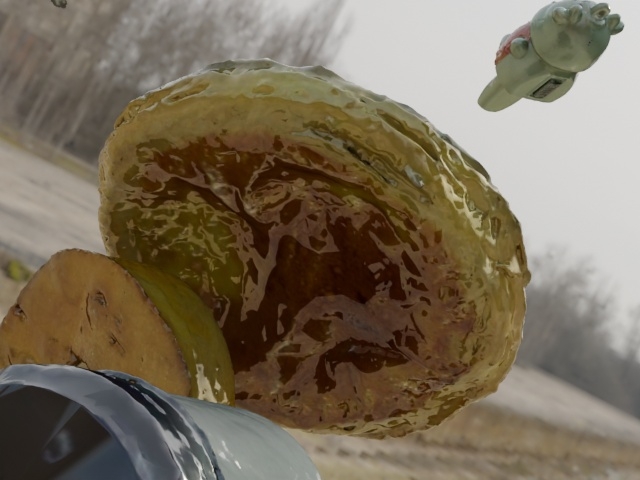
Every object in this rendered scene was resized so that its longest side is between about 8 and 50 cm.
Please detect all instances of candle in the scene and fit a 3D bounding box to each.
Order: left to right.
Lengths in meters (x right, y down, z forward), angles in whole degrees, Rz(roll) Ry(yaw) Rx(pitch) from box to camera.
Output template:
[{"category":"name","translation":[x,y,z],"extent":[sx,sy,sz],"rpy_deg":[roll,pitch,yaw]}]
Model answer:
[{"category":"candle","translation":[-0.116,0.203,0.896],"extent":[0.221,0.221,0.342],"rpy_deg":[27,-1,26]}]

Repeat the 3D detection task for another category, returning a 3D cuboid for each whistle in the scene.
[{"category":"whistle","translation":[0.278,-0.227,1.705],"extent":[0.102,0.105,0.253],"rpy_deg":[33,-35,-10]}]

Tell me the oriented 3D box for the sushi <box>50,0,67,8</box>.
[{"category":"sushi","translation":[-0.137,-0.195,0.653],"extent":[0.126,0.120,0.026],"rpy_deg":[40,28,-7]}]

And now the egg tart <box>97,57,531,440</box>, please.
[{"category":"egg tart","translation":[0.000,0.000,1.332],"extent":[0.443,0.443,0.178],"rpy_deg":[27,42,4]}]

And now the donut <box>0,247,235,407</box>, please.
[{"category":"donut","translation":[-0.191,0.142,1.262],"extent":[0.278,0.277,0.108],"rpy_deg":[27,18,32]}]
